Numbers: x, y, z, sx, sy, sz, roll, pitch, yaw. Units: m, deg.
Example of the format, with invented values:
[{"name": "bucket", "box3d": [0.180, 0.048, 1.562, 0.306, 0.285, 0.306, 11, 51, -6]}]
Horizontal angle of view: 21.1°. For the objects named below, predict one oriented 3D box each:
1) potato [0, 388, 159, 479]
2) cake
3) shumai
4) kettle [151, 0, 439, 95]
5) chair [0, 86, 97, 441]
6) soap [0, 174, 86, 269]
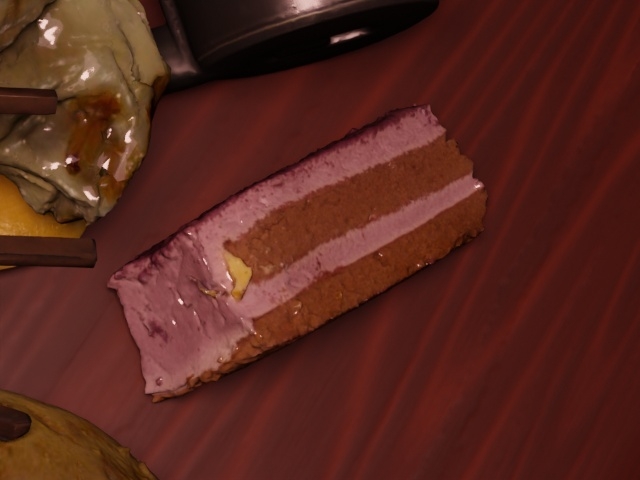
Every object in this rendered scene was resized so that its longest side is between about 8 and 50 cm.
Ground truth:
[{"name": "potato", "box3d": [-0.162, 0.217, 1.041, 0.210, 0.173, 0.307, -41, 97, -21]}, {"name": "cake", "box3d": [0.000, 0.000, 1.192, 0.295, 0.113, 0.116, -30, 92, -29]}, {"name": "shumai", "box3d": [-0.237, -0.100, 1.072, 0.260, 0.225, 0.222, -6, 116, 14]}, {"name": "kettle", "box3d": [-0.070, -0.272, 1.169, 0.262, 0.203, 0.308, -15, 87, -25]}, {"name": "chair", "box3d": [-0.299, -0.001, 0.907, 0.319, 0.186, 0.160, 4, 45, -26]}, {"name": "soap", "box3d": [-0.234, -0.014, 1.137, 0.168, 0.033, 0.089, -23, 81, -23]}]
